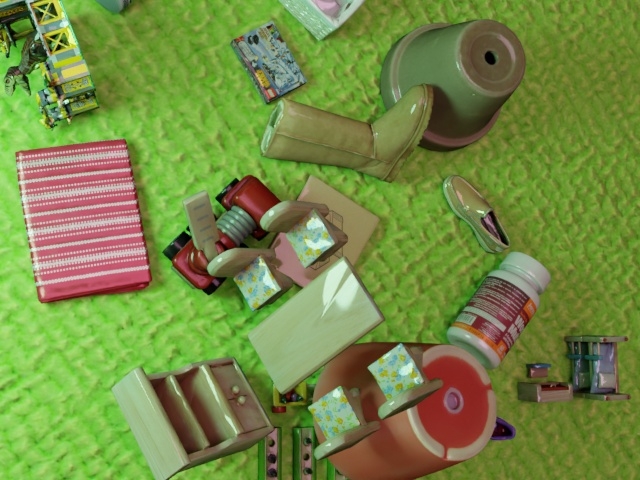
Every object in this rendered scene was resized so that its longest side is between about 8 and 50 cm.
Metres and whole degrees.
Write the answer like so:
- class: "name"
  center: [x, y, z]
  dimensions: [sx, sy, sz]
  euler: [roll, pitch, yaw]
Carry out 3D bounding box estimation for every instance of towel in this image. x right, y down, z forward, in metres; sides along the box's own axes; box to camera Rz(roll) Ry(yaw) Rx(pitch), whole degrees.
- class: "towel"
  center: [-0.416, -0.035, 1.460]
  dimensions: [0.199, 0.031, 0.274]
  euler: [-9, 85, -17]

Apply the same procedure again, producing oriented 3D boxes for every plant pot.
- class: "plant pot"
  center: [0.278, -0.326, 1.620]
  dimensions: [0.263, 0.229, 0.263]
  euler: [3, 82, -18]
- class: "plant pot"
  center: [0.161, 0.298, 1.473]
  dimensions: [0.275, 0.243, 0.275]
  euler: [10, 69, -29]

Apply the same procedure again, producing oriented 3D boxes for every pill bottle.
- class: "pill bottle"
  center: [0.358, 0.136, 1.652]
  dimensions: [0.121, 0.121, 0.221]
  euler: [42, 73, -10]

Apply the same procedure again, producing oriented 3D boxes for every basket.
- class: "basket"
  center: [-0.008, -0.487, 1.608]
  dimensions: [0.167, 0.103, 0.113]
  euler: [44, 73, -10]

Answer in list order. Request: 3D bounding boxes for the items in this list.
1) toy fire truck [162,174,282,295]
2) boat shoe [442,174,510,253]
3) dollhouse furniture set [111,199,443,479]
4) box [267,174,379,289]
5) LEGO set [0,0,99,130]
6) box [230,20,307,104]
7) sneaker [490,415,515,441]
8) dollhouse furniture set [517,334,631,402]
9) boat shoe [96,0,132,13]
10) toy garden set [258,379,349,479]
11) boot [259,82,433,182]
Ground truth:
- class: "toy fire truck"
  center: [-0.164, -0.032, 1.428]
  dimensions: [0.158, 0.246, 0.217]
  euler: [46, 73, -9]
- class: "boat shoe"
  center: [0.326, -0.059, 1.687]
  dimensions: [0.068, 0.072, 0.190]
  euler: [-43, 98, -18]
- class: "dollhouse furniture set"
  center: [-0.089, 0.188, 1.309]
  dimensions: [0.394, 0.256, 0.362]
  euler: [-40, 71, 23]
- class: "box"
  center: [0.000, 0.000, 1.600]
  dimensions: [0.164, 0.021, 0.201]
  euler: [33, 76, -12]
- class: "LEGO set"
  center: [-0.485, -0.291, 1.324]
  dimensions: [0.192, 0.331, 0.255]
  euler: [-21, 104, -12]
- class: "box"
  center: [-0.100, -0.343, 1.601]
  dimensions: [0.094, 0.027, 0.137]
  euler: [-31, 94, -20]
- class: "sneaker"
  center: [0.309, 0.358, 1.637]
  dimensions: [0.170, 0.071, 0.068]
  euler: [13, 80, -16]
- class: "dollhouse furniture set"
  center: [0.513, 0.260, 1.685]
  dimensions: [0.184, 0.129, 0.129]
  euler: [0, 84, -18]
- class: "boat shoe"
  center: [-0.441, -0.547, 1.467]
  dimensions: [0.306, 0.113, 0.105]
  euler: [40, 67, -13]
- class: "toy garden set"
  center: [0.008, 0.354, 1.548]
  dimensions: [0.244, 0.049, 0.203]
  euler: [2, 83, -18]
- class: "boot"
  center: [0.049, -0.218, 1.548]
  dimensions: [0.270, 0.236, 0.089]
  euler: [12, 37, -18]
